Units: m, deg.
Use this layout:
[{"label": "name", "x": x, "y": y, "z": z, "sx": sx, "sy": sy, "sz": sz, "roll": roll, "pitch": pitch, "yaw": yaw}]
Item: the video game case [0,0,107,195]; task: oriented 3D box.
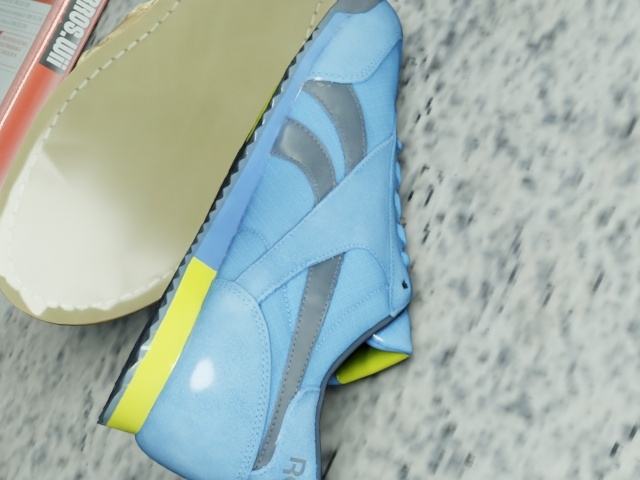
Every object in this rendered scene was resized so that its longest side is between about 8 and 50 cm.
[{"label": "video game case", "x": -0.154, "y": -0.148, "z": 0.967, "sx": 0.204, "sy": 0.025, "sz": 0.285, "roll": 21, "pitch": 83, "yaw": 55}]

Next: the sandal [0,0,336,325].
[{"label": "sandal", "x": -0.047, "y": -0.064, "z": 0.757, "sx": 0.240, "sy": 0.088, "sz": 0.079, "roll": -61, "pitch": 3, "yaw": -13}]

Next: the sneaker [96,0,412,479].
[{"label": "sneaker", "x": 0.000, "y": 0.000, "z": 0.655, "sx": 0.209, "sy": 0.082, "sz": 0.069, "roll": -66, "pitch": 4, "yaw": -38}]
